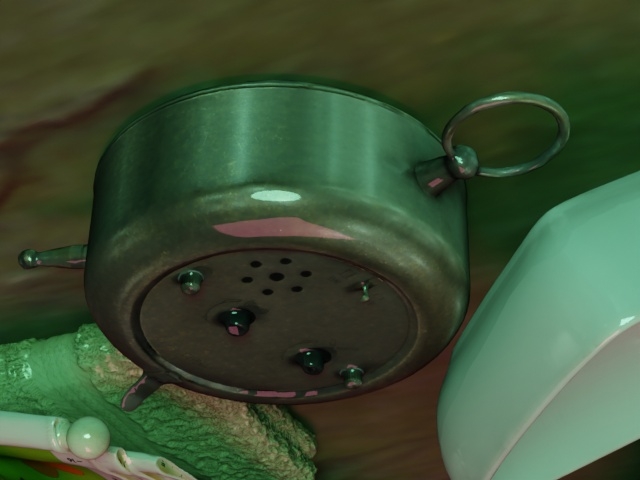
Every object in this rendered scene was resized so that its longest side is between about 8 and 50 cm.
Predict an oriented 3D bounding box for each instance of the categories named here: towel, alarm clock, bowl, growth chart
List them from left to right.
[{"bbox_3d":[-0.091,0.120,0.664,0.172,0.021,0.237,-5,147,36],"label":"growth chart"},{"bbox_3d":[-0.073,0.079,0.648,0.110,0.027,0.148,-14,143,19],"label":"towel"},{"bbox_3d":[0.000,0.000,0.507,0.192,0.064,0.129,-30,135,32],"label":"alarm clock"},{"bbox_3d":[0.103,0.022,0.502,0.142,0.053,0.142,-21,154,-30],"label":"bowl"}]
